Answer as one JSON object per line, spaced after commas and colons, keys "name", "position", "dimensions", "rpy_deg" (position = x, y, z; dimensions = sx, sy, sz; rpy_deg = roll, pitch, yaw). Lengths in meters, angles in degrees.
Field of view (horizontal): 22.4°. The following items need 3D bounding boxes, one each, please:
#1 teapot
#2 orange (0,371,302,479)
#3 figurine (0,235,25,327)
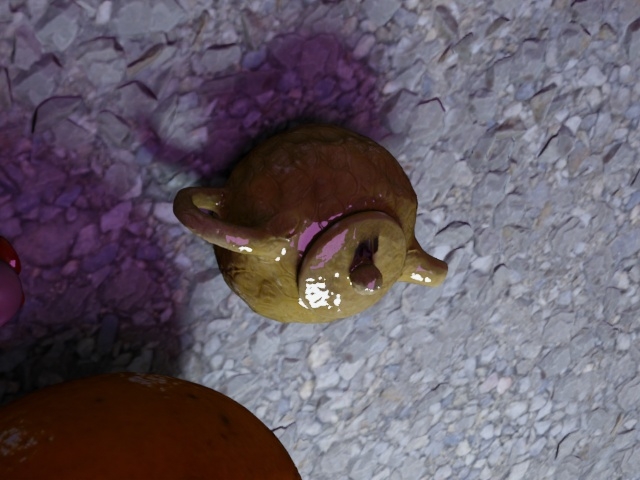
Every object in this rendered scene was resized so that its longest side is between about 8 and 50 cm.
{"name": "teapot", "position": [0.000, 0.000, 1.558], "dimensions": [0.311, 0.167, 0.203], "rpy_deg": [11, 114, -40]}
{"name": "orange", "position": [-0.209, 0.314, 1.521], "dimensions": [0.424, 0.326, 0.424], "rpy_deg": [-29, 134, -35]}
{"name": "figurine", "position": [-0.300, 0.044, 1.445], "dimensions": [0.071, 0.067, 0.083], "rpy_deg": [-31, 121, -42]}
